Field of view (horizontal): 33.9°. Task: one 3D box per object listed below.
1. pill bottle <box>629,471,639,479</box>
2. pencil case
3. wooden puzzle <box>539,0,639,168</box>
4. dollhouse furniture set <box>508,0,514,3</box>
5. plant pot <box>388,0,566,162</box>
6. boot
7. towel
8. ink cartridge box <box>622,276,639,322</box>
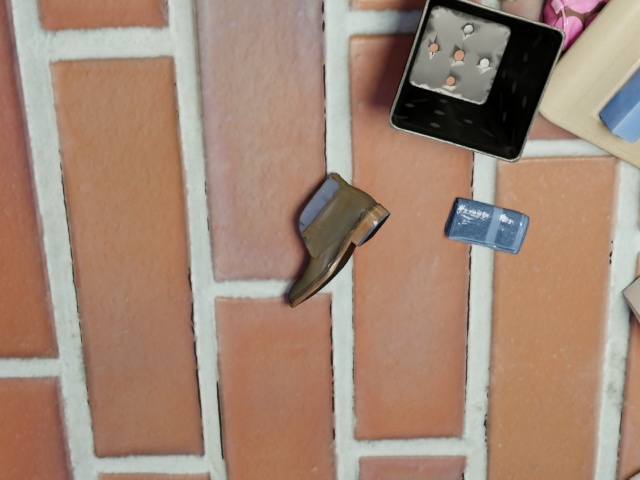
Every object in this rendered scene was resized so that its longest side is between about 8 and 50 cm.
[{"bbox_3d":[0.624,0.373,1.703,0.221,0.121,0.121,-36,107,12],"label":"pill bottle"},{"bbox_3d":[0.416,-0.314,1.454,0.209,0.098,0.095,-8,68,0],"label":"pencil case"},{"bbox_3d":[0.520,-0.220,1.430,0.348,0.080,0.322,24,121,-25],"label":"wooden puzzle"},{"bbox_3d":[0.269,-0.469,1.361,0.198,0.151,0.301,-32,108,11],"label":"dollhouse furniture set"},{"bbox_3d":[0.202,-0.237,1.442,0.188,0.167,0.188,15,109,-6],"label":"plant pot"},{"bbox_3d":[0.000,0.000,1.594,0.106,0.082,0.219,45,110,7],"label":"boot"},{"bbox_3d":[0.255,-0.022,1.598,0.120,0.029,0.067,14,109,-6],"label":"towel"},{"bbox_3d":[0.637,0.071,1.589,0.207,0.117,0.283,43,104,-15],"label":"ink cartridge box"}]
